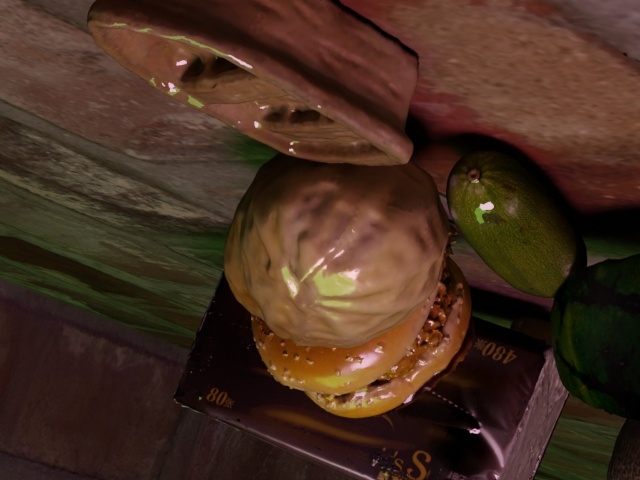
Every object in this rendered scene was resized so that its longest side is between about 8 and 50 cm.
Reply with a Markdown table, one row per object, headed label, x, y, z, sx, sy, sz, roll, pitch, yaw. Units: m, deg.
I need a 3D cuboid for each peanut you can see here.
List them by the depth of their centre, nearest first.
| label | x | y | z | sx | sy | sz | roll | pitch | yaw |
| --- | --- | --- | --- | --- | --- | --- | --- | --- | --- |
| peanut | 0.000 | 0.000 | 0.930 | 0.147 | 0.147 | 0.305 | 20 | 180 | -11 |

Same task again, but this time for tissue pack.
| label | x | y | z | sx | sy | sz | roll | pitch | yaw |
| --- | --- | --- | --- | --- | --- | --- | --- | --- | --- |
| tissue pack | 0.053 | 0.151 | 1.403 | 0.370 | 0.210 | 0.198 | 19 | 175 | 22 |

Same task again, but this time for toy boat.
| label | x | y | z | sx | sy | sz | roll | pitch | yaw |
| --- | --- | --- | --- | --- | --- | --- | --- | --- | --- |
| toy boat | -0.039 | -0.104 | 0.725 | 0.188 | 0.061 | 0.116 | 26 | 168 | -36 |

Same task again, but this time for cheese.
| label | x | y | z | sx | sy | sz | roll | pitch | yaw |
| --- | --- | --- | --- | --- | --- | --- | --- | --- | --- |
| cheese | 0.245 | 0.115 | 1.440 | 0.086 | 0.036 | 0.162 | 17 | 169 | 9 |

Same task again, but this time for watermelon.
| label | x | y | z | sx | sy | sz | roll | pitch | yaw |
| --- | --- | --- | --- | --- | --- | --- | --- | --- | --- |
| watermelon | 0.270 | 0.058 | 0.877 | 0.301 | 0.123 | 0.129 | -9 | 178 | 35 |

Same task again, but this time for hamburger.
| label | x | y | z | sx | sy | sz | roll | pitch | yaw |
| --- | --- | --- | --- | --- | --- | --- | --- | --- | --- |
| hamburger | 0.024 | 0.050 | 1.115 | 0.191 | 0.181 | 0.118 | 18 | 157 | 45 |

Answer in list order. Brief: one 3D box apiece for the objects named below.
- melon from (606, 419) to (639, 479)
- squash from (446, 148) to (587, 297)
| label | x | y | z | sx | sy | sz | roll | pitch | yaw |
| --- | --- | --- | --- | --- | --- | --- | --- | --- | --- |
| melon | 0.423 | 0.234 | 1.210 | 0.329 | 0.248 | 0.248 | 4 | 164 | 27 |
| squash | 0.147 | -0.001 | 0.933 | 0.066 | 0.066 | 0.252 | 12 | 169 | 28 |
